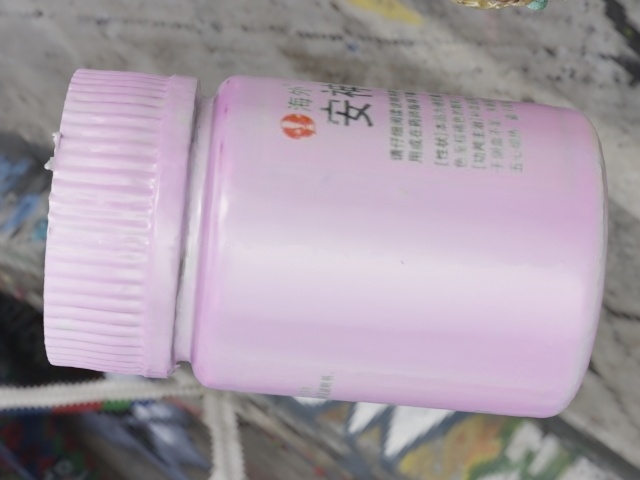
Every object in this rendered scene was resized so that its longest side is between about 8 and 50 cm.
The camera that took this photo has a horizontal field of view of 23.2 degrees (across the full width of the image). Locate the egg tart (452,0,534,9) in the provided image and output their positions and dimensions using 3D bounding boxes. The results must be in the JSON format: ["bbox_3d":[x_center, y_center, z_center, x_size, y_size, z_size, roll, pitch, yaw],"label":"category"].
[{"bbox_3d":[0.135,-0.273,1.105,0.094,0.234,0.234,-109,-8,-45],"label":"egg tart"}]

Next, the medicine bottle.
[{"bbox_3d":[0.000,0.000,0.872,0.291,0.178,0.178,5,159,-2],"label":"medicine bottle"}]

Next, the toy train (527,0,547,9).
[{"bbox_3d":[0.196,-0.251,1.278,0.050,0.081,0.122,30,130,28],"label":"toy train"}]
